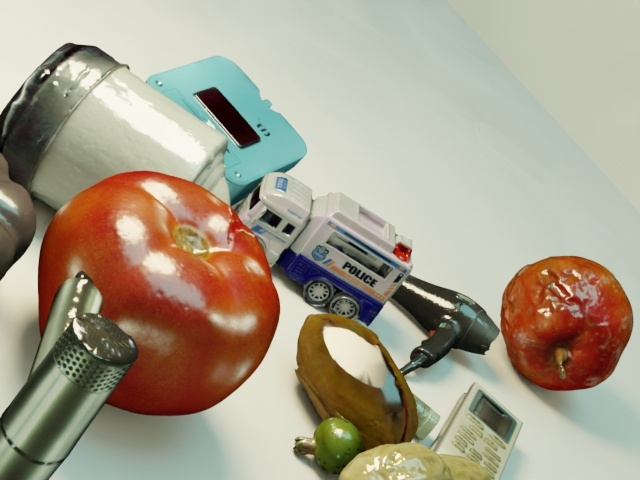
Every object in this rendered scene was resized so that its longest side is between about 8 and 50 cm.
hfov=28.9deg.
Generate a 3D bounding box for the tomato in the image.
[{"bbox_3d":[-0.199,0.070,1.420,0.299,0.226,0.298,30,32,-21],"label":"tomato"}]

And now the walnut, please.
[{"bbox_3d":[0.050,0.197,1.677,0.245,0.137,0.137,49,25,23],"label":"walnut"}]

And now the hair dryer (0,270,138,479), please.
[{"bbox_3d":[-0.247,0.172,1.099,0.156,0.320,0.284,38,13,-2],"label":"hair dryer"}]

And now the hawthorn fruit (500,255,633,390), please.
[{"bbox_3d":[0.421,0.164,2.162,0.242,0.242,0.271,35,34,-10],"label":"hawthorn fruit"}]

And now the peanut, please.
[{"bbox_3d":[0.130,0.317,1.579,0.257,0.123,0.123,10,36,-44],"label":"peanut"}]

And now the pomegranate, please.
[{"bbox_3d":[0.014,0.266,1.583,0.084,0.073,0.073,-27,62,-24],"label":"pomegranate"}]

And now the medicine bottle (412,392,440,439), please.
[{"bbox_3d":[0.128,0.246,1.801,0.083,0.047,0.047,40,23,1],"label":"medicine bottle"}]

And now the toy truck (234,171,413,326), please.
[{"bbox_3d":[0.000,0.000,1.923,0.268,0.155,0.124,32,24,-14],"label":"toy truck"}]

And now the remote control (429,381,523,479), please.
[{"bbox_3d":[0.229,0.301,1.835,0.103,0.055,0.277,41,24,4],"label":"remote control"}]

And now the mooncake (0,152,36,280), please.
[{"bbox_3d":[-0.442,-0.034,1.386,0.245,0.133,0.245,32,30,-22],"label":"mooncake"}]

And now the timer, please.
[{"bbox_3d":[-0.163,-0.175,1.997,0.232,0.091,0.250,49,38,8],"label":"timer"}]

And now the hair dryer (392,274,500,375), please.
[{"bbox_3d":[0.162,0.140,2.011,0.235,0.091,0.272,32,26,7],"label":"hair dryer"}]

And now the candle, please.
[{"bbox_3d":[-0.252,-0.097,1.644,0.342,0.221,0.221,35,23,-1],"label":"candle"}]
